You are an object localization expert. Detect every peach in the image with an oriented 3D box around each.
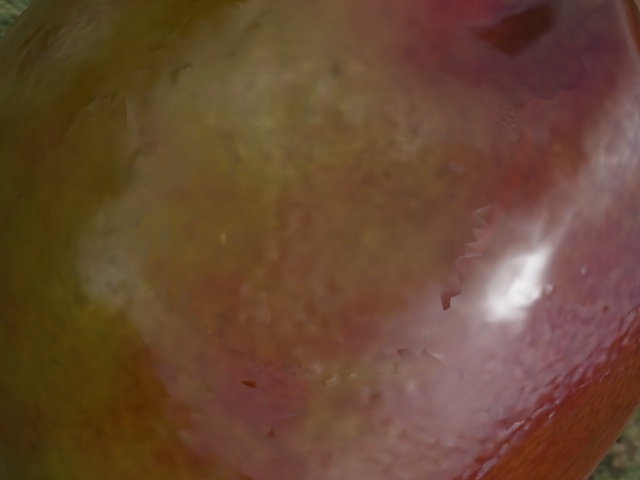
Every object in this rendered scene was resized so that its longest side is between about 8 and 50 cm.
[{"bbox_3d":[0.000,0.000,0.761,0.307,0.332,0.308,22,46,-24],"label":"peach"}]
